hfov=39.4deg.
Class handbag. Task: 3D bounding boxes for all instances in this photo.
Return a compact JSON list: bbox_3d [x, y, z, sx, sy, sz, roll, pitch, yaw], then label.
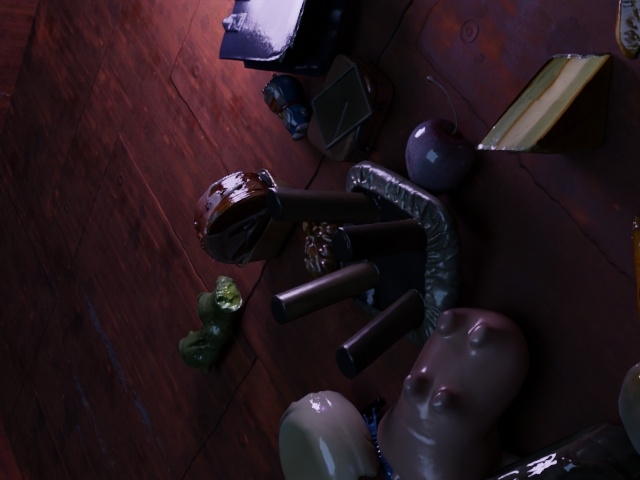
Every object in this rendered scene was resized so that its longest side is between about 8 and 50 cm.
[{"bbox_3d":[0.059,-0.248,1.736,0.151,0.072,0.193,49,126,37],"label":"handbag"},{"bbox_3d":[-0.071,-0.495,1.821,0.329,0.122,0.303,20,95,54],"label":"handbag"}]

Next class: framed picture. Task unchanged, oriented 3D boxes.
[{"bbox_3d":[0.039,-0.252,1.696,0.149,0.011,0.109,-33,67,47],"label":"framed picture"}]

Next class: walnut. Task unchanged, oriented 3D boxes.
[{"bbox_3d":[0.000,0.000,1.785,0.143,0.069,0.170,143,128,-82],"label":"walnut"}]

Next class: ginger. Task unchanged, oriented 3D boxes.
[{"bbox_3d":[-0.263,0.204,2.143,0.137,0.089,0.290,36,125,23],"label":"ginger"}]

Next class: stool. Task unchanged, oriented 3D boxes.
[{"bbox_3d":[0.068,0.051,1.568,0.310,0.226,0.310,32,132,51],"label":"stool"}]

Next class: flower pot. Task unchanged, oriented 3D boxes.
[{"bbox_3d":[0.348,0.394,1.233,0.302,0.302,0.213,-40,70,44],"label":"flower pot"}]

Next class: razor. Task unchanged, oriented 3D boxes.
[{"bbox_3d":[0.132,0.431,1.703,0.082,0.042,0.253,-44,60,41],"label":"razor"}]

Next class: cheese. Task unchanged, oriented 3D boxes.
[{"bbox_3d":[0.011,0.428,1.753,0.233,0.127,0.266,70,153,23],"label":"cheese"}]

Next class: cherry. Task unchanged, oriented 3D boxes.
[{"bbox_3d":[0.193,-0.162,1.560,0.148,0.115,0.188,72,171,-51],"label":"cherry"}]

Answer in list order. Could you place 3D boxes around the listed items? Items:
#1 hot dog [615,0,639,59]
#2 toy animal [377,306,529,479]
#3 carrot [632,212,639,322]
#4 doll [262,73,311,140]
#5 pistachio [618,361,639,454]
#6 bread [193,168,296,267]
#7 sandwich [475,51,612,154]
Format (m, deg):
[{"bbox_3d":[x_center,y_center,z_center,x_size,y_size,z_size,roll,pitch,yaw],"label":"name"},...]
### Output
[{"bbox_3d":[0.468,-0.372,1.231,0.109,0.072,0.269,14,104,48],"label":"hot dog"},{"bbox_3d":[0.222,0.268,1.459,0.237,0.269,0.326,32,83,45],"label":"toy animal"},{"bbox_3d":[0.472,0.084,1.260,0.061,0.061,0.256,-23,72,49],"label":"carrot"},{"bbox_3d":[-0.066,-0.286,1.878,0.152,0.085,0.114,64,155,11],"label":"doll"},{"bbox_3d":[0.513,0.253,1.119,0.288,0.166,0.197,39,116,33],"label":"pistachio"},{"bbox_3d":[-0.158,-0.041,1.902,0.142,0.212,0.224,58,131,37],"label":"bread"},{"bbox_3d":[0.329,-0.205,1.325,0.117,0.187,0.144,9,105,49],"label":"sandwich"}]
